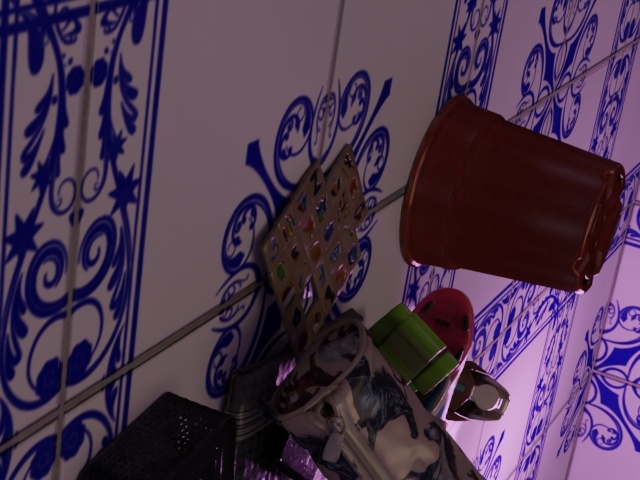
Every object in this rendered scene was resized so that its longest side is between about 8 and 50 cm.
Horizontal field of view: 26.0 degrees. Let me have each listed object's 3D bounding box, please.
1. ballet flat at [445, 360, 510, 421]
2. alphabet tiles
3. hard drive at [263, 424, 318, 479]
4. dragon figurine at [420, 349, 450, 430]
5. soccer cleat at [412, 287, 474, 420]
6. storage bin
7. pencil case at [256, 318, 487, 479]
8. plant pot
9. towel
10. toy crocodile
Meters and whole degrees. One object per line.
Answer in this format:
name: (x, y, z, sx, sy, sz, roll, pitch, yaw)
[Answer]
ballet flat: (0.262, 0.265, 2.419, 0.116, 0.124, 0.342, -69, 158, -6)
alphabet tiles: (0.000, 0.000, 1.704, 0.237, 0.009, 0.198, -59, 147, -38)
hard drive: (-0.024, 0.250, 1.746, 0.094, 0.022, 0.135, -67, 155, -15)
dragon figurine: (0.110, 0.296, 2.070, 0.085, 0.144, 0.289, -50, 151, -67)
soccer cleat: (0.157, 0.224, 2.188, 0.143, 0.116, 0.331, -39, 146, -80)
storage bin: (-0.168, 0.257, 1.445, 0.180, 0.084, 0.122, -41, 143, -51)
pencil case: (0.105, 0.297, 1.649, 0.410, 0.160, 0.183, 52, 25, -12)
plant pot: (0.295, -0.052, 2.061, 0.272, 0.265, 0.272, -48, 148, -44)
towel: (-0.053, 0.264, 1.790, 0.324, 0.056, 0.312, -22, 124, -60)
toy crocodile: (0.099, 0.168, 1.888, 0.105, 0.115, 0.340, -41, 176, -15)
